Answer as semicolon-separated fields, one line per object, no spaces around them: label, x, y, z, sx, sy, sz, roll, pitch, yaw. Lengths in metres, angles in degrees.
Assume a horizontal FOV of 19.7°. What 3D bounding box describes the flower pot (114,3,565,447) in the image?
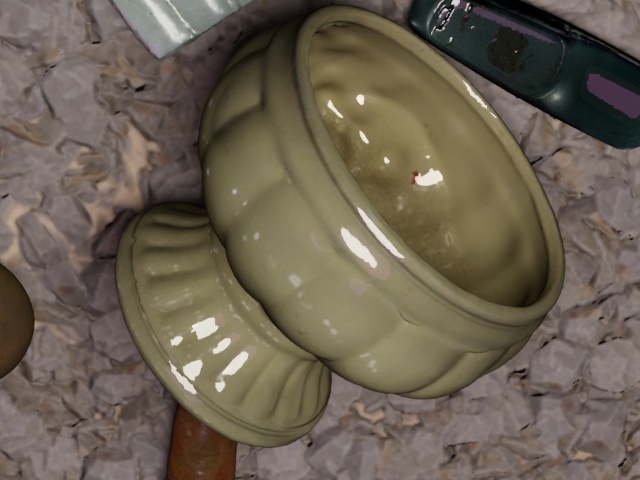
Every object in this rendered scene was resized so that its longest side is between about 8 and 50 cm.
flower pot;0.000;0.000;1.356;0.244;0.307;0.307;-37;111;28

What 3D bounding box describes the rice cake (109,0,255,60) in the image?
rice cake;-0.143;-0.251;1.364;0.127;0.043;0.237;-31;110;7

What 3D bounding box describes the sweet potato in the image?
sweet potato;-0.109;0.198;1.540;0.078;0.058;0.255;21;112;5

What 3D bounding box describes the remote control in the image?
remote control;0.171;-0.140;1.435;0.222;0.042;0.072;25;110;-13

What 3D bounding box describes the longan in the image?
longan;-0.279;0.060;1.453;0.113;0.092;0.113;23;129;32
